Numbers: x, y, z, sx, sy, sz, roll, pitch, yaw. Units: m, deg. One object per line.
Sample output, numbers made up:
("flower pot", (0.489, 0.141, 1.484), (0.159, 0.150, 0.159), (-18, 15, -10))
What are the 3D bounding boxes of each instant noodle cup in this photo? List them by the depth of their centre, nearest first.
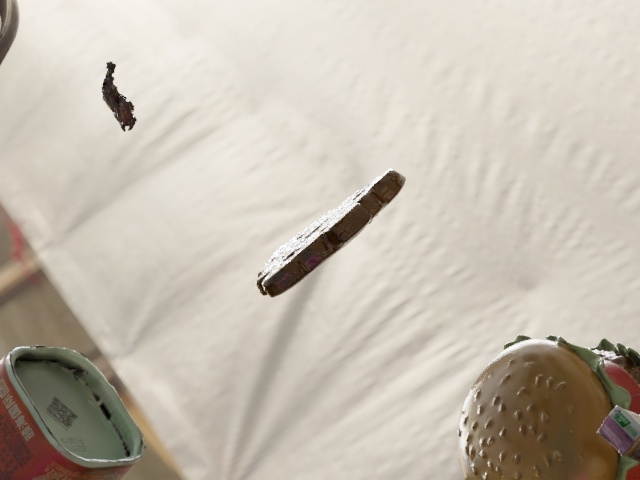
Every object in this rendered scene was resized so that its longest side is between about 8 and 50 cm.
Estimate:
("instant noodle cup", (-0.417, 0.310, 2.327), (0.308, 0.294, 0.294), (-44, -155, 19))

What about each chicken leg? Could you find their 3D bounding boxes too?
("chicken leg", (-0.236, -0.163, 2.007), (0.036, 0.083, 0.021), (-26, 174, 43))

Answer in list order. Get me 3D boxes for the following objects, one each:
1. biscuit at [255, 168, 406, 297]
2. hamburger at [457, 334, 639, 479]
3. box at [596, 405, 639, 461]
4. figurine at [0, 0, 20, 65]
("biscuit", (0.001, 0.001, 2.549), (0.278, 0.043, 0.301), (-42, -174, -18))
("hamburger", (0.283, 0.241, 2.042), (0.274, 0.212, 0.274), (-13, -108, 46))
("box", (0.373, 0.221, 1.812), (0.041, 0.207, 0.050), (-56, -141, 14))
("figurine", (-0.465, -0.240, 1.656), (0.365, 0.206, 0.218), (8, -118, 0))
